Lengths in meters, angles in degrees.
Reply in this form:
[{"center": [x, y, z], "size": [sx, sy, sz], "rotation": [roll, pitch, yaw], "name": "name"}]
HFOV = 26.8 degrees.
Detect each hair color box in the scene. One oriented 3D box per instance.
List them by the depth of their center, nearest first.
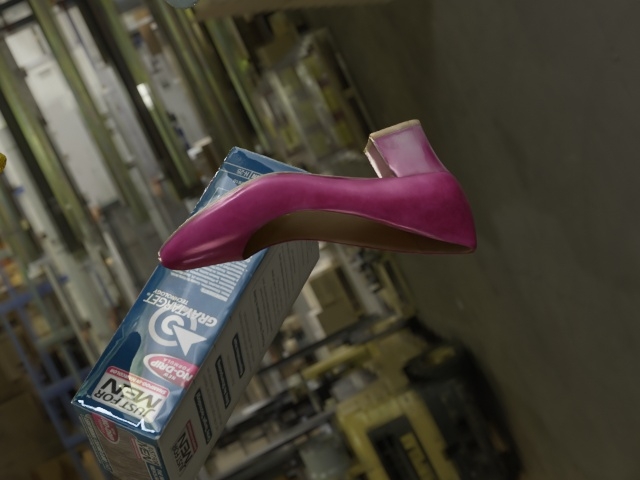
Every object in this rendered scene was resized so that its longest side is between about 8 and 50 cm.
[{"center": [-0.122, 0.088, 1.443], "size": [0.105, 0.347, 0.174], "rotation": [20, 150, 16], "name": "hair color box"}]

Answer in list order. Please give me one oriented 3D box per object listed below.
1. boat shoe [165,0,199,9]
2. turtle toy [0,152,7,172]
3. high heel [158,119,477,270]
[{"center": [-0.119, -0.330, 1.399], "size": [0.065, 0.083, 0.183], "rotation": [28, 135, 9], "name": "boat shoe"}, {"center": [-0.373, -0.088, 1.348], "size": [0.130, 0.095, 0.066], "rotation": [-65, 0, -52], "name": "turtle toy"}, {"center": [0.000, 0.000, 1.065], "size": [0.117, 0.244, 0.082], "rotation": [64, 165, 14], "name": "high heel"}]
